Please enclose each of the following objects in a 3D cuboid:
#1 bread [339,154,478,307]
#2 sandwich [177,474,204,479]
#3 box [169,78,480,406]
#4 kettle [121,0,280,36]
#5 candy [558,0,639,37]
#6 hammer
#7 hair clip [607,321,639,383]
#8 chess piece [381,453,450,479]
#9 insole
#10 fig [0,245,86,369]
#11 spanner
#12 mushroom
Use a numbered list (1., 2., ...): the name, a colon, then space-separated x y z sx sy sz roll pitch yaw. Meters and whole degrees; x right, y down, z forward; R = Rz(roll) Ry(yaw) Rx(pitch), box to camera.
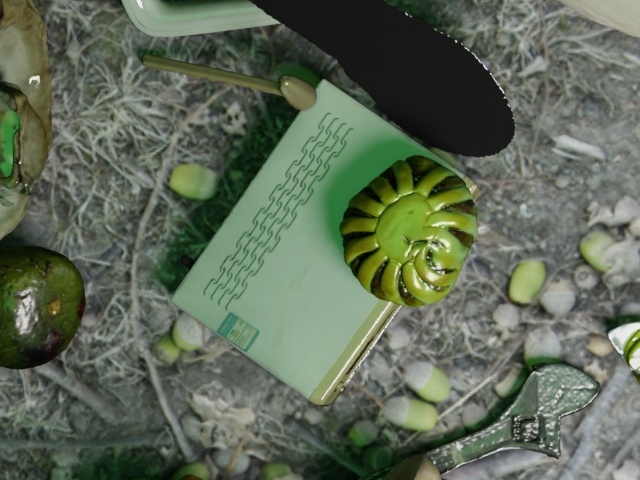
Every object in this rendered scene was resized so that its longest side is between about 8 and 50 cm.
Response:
1. bread: 0.085 -0.008 1.703 0.130 0.071 0.139 43 94 10
2. sandwich: -0.114 0.398 1.713 0.271 0.099 0.301 39 93 -15
3. box: 0.000 0.000 1.769 0.211 0.045 0.270 34 93 7
4. kettle: -0.137 -0.341 1.722 0.318 0.205 0.265 -6 85 5
5. candy: 0.324 -0.371 1.646 0.386 0.186 0.427 -41 106 11
6. hammer: -0.100 -0.162 1.763 0.195 0.060 0.028 13 84 26
7. hair clip: 0.350 0.152 1.725 0.060 0.033 0.188 -34 82 3
8. chess piece: 0.152 0.327 1.698 0.261 0.143 0.142 36 93 -6
9. insole: 0.057 -0.183 1.722 0.322 0.007 0.109 34 119 -14
10. fig: -0.310 0.063 1.780 0.156 0.123 0.123 8 89 42
11. spanner: 0.123 0.208 1.757 0.325 0.026 0.093 -24 85 7
12. mushroom: -0.355 -0.118 1.762 0.190 0.164 0.267 -4 91 11
